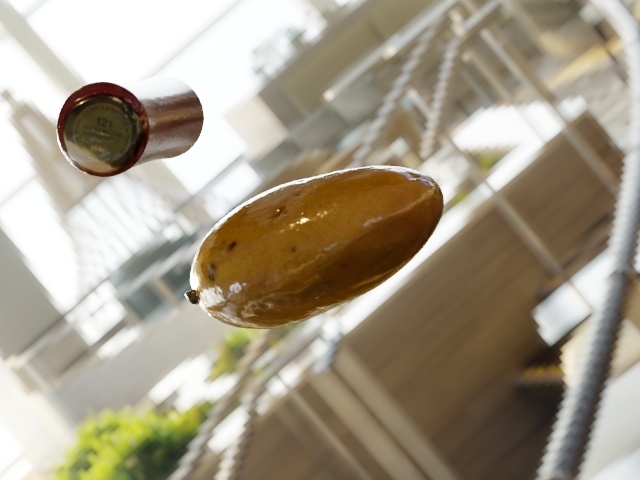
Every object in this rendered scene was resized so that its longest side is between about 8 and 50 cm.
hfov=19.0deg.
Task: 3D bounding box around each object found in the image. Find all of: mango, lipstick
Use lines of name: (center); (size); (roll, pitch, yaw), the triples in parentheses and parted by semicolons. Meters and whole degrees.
mango: (0.000, 0.000, 1.526); (0.227, 0.109, 0.147); (-24, -3, 25)
lipstick: (-0.159, -0.101, 1.639); (0.080, 0.080, 0.241); (-39, 0, 11)
